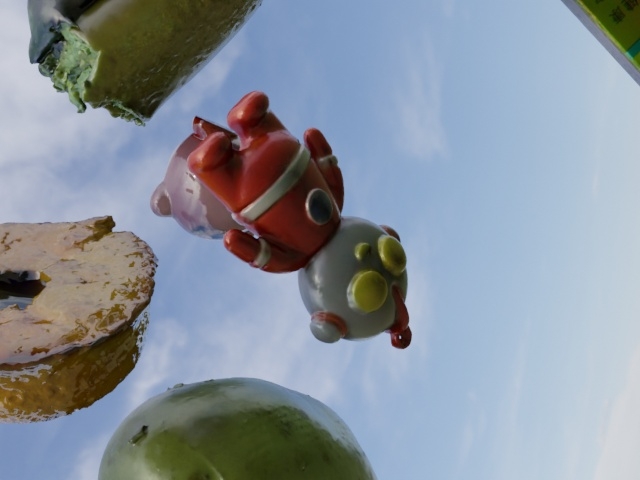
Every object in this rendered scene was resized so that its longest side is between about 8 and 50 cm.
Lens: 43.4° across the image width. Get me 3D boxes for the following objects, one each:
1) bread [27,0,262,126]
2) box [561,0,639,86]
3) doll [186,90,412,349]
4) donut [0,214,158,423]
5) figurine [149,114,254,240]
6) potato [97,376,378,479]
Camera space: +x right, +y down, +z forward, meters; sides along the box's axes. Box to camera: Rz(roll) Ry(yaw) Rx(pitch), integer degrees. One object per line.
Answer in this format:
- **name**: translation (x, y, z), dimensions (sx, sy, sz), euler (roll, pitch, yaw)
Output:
- **bread**: translation (-0.236, -0.341, 1.180), dimensions (0.376, 0.208, 0.251), euler (-46, -14, -9)
- **box**: translation (0.283, -0.161, 0.598), dimensions (0.121, 0.193, 0.030), euler (-44, 7, 6)
- **doll**: translation (0.000, 0.000, 0.636), dimensions (0.245, 0.076, 0.142), euler (49, -126, -17)
- **donut**: translation (-0.201, 0.053, 0.531), dimensions (0.174, 0.190, 0.074), euler (-115, 23, -55)
- **figurine**: translation (-0.151, -0.082, 1.196), dimensions (0.173, 0.173, 0.173), euler (-30, -55, -55)
- **potato**: translation (-0.058, 0.225, 0.686), dimensions (0.304, 0.216, 0.215), euler (43, -118, -65)
